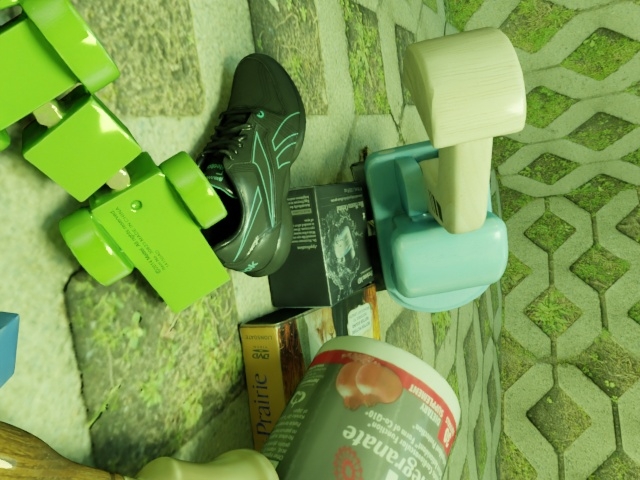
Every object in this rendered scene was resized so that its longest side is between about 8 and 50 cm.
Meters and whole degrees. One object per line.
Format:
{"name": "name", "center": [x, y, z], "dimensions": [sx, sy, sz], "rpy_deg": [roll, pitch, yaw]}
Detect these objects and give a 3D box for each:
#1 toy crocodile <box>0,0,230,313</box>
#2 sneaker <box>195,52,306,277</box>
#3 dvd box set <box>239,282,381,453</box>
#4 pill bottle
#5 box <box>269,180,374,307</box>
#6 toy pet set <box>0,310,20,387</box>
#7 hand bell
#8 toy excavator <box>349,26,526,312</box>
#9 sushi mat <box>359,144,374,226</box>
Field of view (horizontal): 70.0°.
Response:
{"name": "toy crocodile", "center": [-0.175, -0.068, 0.348], "dimensions": [0.115, 0.105, 0.340], "rpy_deg": [-37, 129, -8]}
{"name": "sneaker", "center": [-0.081, -0.094, 0.514], "dimensions": [0.106, 0.101, 0.266], "rpy_deg": [12, 74, -58]}
{"name": "dvd box set", "center": [0.020, 0.292, 0.672], "dimensions": [0.308, 0.062, 0.419], "rpy_deg": [-8, 92, -60]}
{"name": "pill bottle", "center": [0.007, 0.264, 0.434], "dimensions": [0.318, 0.177, 0.176], "rpy_deg": [-55, 133, -38]}
{"name": "box", "center": [0.000, 0.000, 0.651], "dimensions": [0.156, 0.093, 0.158], "rpy_deg": [-19, 103, -61]}
{"name": "toy pet set", "center": [-0.202, 0.036, 0.260], "dimensions": [0.065, 0.122, 0.114], "rpy_deg": [-3, 107, -54]}
{"name": "hand bell", "center": [-0.151, 0.166, 0.308], "dimensions": [0.242, 0.126, 0.126], "rpy_deg": [44, 47, -33]}
{"name": "toy excavator", "center": [0.170, -0.048, 0.633], "dimensions": [0.445, 0.223, 0.432], "rpy_deg": [-93, 171, -68]}
{"name": "sushi mat", "center": [0.157, -0.071, 1.019], "dimensions": [0.317, 0.019, 0.151], "rpy_deg": [33, 57, -55]}
